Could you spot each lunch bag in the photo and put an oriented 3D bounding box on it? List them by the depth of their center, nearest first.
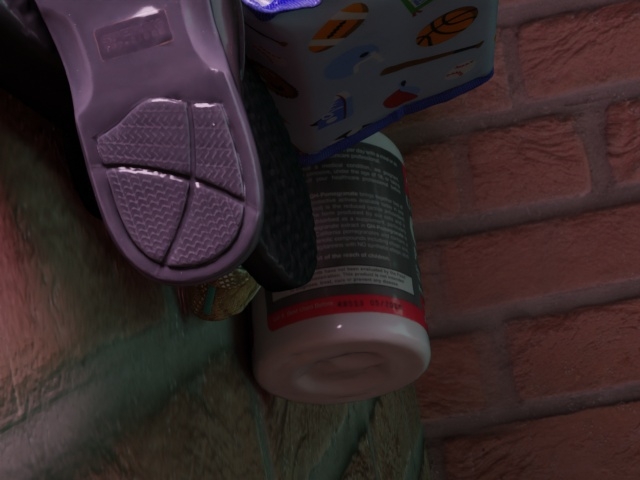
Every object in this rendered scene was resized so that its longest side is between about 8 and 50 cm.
[{"bbox_3d":[-0.034,-0.298,0.983,0.328,0.238,0.386,78,-13,-76],"label":"lunch bag"}]

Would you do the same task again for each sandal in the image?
[{"bbox_3d":[-0.124,-0.091,0.782,0.446,0.107,0.168,44,36,-55],"label":"sandal"}]

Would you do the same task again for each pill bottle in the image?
[{"bbox_3d":[0.008,-0.010,1.265,0.176,0.176,0.319,66,16,-61],"label":"pill bottle"}]

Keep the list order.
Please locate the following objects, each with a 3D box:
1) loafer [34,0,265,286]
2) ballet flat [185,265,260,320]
[{"bbox_3d":[-0.089,-0.128,0.630,0.095,0.109,0.303,-69,150,-87],"label":"loafer"},{"bbox_3d":[-0.079,0.027,1.069,0.206,0.073,0.067,-35,141,-79],"label":"ballet flat"}]
